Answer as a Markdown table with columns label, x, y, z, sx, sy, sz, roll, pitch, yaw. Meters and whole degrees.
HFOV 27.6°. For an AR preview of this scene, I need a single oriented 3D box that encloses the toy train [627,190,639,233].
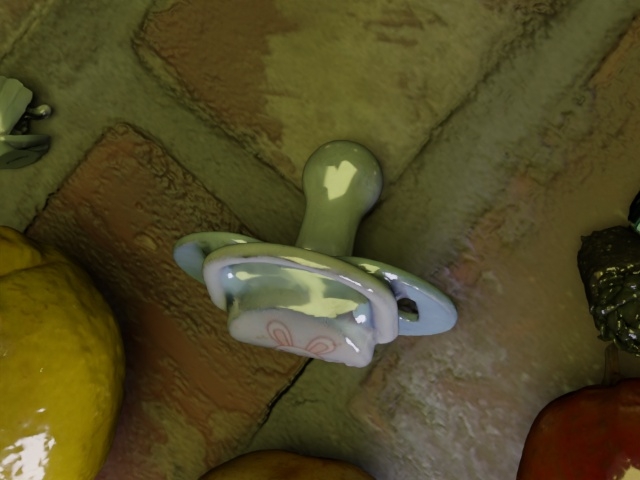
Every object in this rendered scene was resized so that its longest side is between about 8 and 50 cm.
| label | x | y | z | sx | sy | sz | roll | pitch | yaw |
| --- | --- | --- | --- | --- | --- | --- | --- | --- | --- |
| toy train | 0.440 | -0.157 | 1.212 | 0.089 | 0.086 | 0.409 | 37 | 101 | 6 |

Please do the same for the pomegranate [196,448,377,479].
| label | x | y | z | sx | sy | sz | roll | pitch | yaw |
| --- | --- | --- | --- | --- | --- | --- | --- | --- | --- |
| pomegranate | -0.041 | 0.332 | 1.281 | 0.260 | 0.260 | 0.260 | 1 | 95 | 12 |

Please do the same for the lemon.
| label | x | y | z | sx | sy | sz | roll | pitch | yaw |
| --- | --- | --- | --- | --- | --- | --- | --- | --- | --- |
| lemon | -0.327 | 0.147 | 1.317 | 0.285 | 0.285 | 0.316 | 2 | 138 | 12 |

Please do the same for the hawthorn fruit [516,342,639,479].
| label | x | y | z | sx | sy | sz | roll | pitch | yaw |
| --- | --- | --- | --- | --- | --- | --- | --- | --- | --- |
| hawthorn fruit | 0.281 | 0.222 | 1.220 | 0.215 | 0.215 | 0.249 | -10 | 85 | 13 |

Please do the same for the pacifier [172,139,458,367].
| label | x | y | z | sx | sy | sz | roll | pitch | yaw |
| --- | --- | --- | --- | --- | --- | --- | --- | --- | --- |
| pacifier | 0.000 | 0.000 | 1.279 | 0.287 | 0.238 | 0.226 | 8 | 68 | 14 |

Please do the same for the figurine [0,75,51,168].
| label | x | y | z | sx | sy | sz | roll | pitch | yaw |
| --- | --- | --- | --- | --- | --- | --- | --- | --- | --- |
| figurine | -0.335 | -0.129 | 1.398 | 0.094 | 0.082 | 0.086 | -19 | 73 | 3 |

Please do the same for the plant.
| label | x | y | z | sx | sy | sz | roll | pitch | yaw |
| --- | --- | --- | --- | --- | --- | --- | --- | --- | --- |
| plant | 0.290 | 0.049 | 1.228 | 0.094 | 0.143 | 0.092 | -10 | 123 | -6 |
